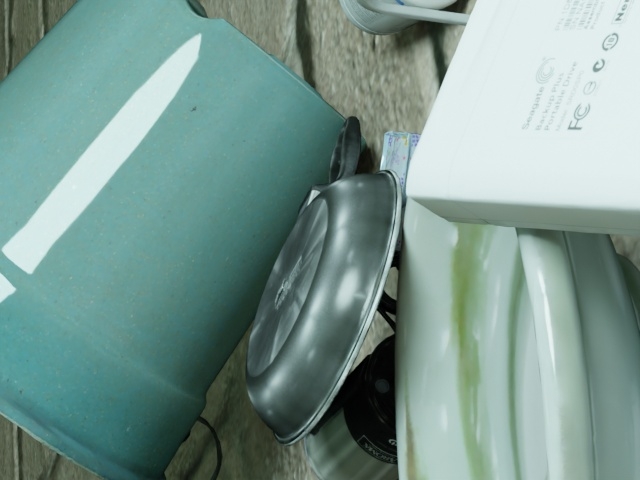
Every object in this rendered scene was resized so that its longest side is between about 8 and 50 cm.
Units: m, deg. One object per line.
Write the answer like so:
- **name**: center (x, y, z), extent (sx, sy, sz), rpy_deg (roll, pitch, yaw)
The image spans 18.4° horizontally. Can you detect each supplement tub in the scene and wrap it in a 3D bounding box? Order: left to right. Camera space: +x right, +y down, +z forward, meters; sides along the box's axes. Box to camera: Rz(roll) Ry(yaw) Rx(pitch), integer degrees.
- **supplement tub**: center (0.062, -0.196, 1.474), extent (0.107, 0.071, 0.071), rpy_deg (165, 108, -69)

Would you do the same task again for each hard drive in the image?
- **hard drive**: center (0.199, -0.110, 0.860), extent (0.353, 0.047, 0.233), rpy_deg (5, 68, 55)

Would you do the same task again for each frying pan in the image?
- **frying pan**: center (0.011, -0.012, 1.352), extent (0.197, 0.053, 0.326), rpy_deg (130, 158, -52)

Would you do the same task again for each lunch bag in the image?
- **lunch bag**: center (0.079, -0.031, 1.386), extent (0.053, 0.071, 0.083), rpy_deg (-164, 82, -67)

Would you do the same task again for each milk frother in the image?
- **milk frother**: center (0.050, 0.094, 1.432), extent (0.143, 0.129, 0.135), rpy_deg (-46, -2, -32)

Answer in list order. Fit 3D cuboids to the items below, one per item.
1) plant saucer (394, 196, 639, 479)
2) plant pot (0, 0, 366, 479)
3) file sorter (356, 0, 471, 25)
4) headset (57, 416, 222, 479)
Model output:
- **plant saucer**: center (0.125, 0.113, 1.118), extent (0.400, 0.100, 0.400), rpy_deg (178, 90, -81)
- **plant pot**: center (-0.160, -0.028, 1.595), extent (0.334, 0.341, 0.341), rpy_deg (-52, 23, 1)
- **file sorter**: center (0.112, -0.285, 1.206), extent (0.193, 0.173, 0.278), rpy_deg (131, 139, -60)
- **headset**: center (-0.128, 0.333, 1.712), extent (0.243, 0.185, 0.394), rpy_deg (131, 136, -58)
